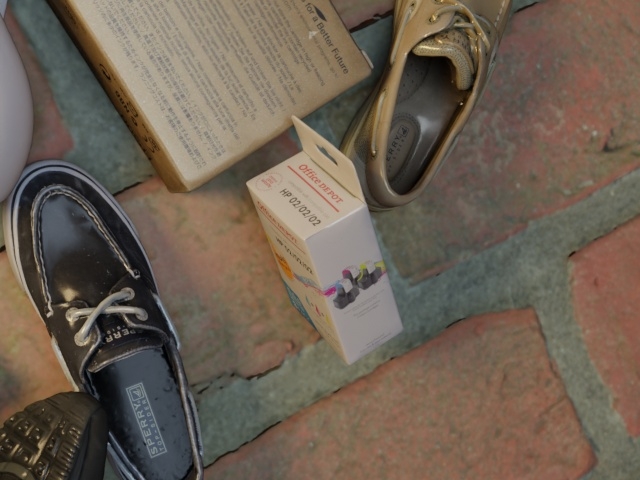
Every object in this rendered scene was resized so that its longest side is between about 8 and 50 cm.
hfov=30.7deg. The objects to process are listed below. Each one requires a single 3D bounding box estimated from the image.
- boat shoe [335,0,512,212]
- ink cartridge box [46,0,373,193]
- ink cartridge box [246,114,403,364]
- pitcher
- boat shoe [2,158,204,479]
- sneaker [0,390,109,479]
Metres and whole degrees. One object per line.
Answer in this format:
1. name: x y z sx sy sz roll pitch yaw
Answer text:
1. boat shoe: 0.110 -0.165 1.027 0.109 0.098 0.302 27 83 -16
2. ink cartridge box: -0.101 -0.186 0.964 0.193 0.088 0.235 -34 100 -16
3. ink cartridge box: 0.000 0.000 0.952 0.061 0.104 0.181 -30 130 -15
4. pitcher: -0.275 -0.140 0.894 0.125 0.178 0.207 6 111 12
5. boat shoe: -0.169 0.076 0.938 0.108 0.102 0.301 -20 97 -17
6. sneaker: -0.218 0.251 0.921 0.130 0.109 0.286 11 105 -46
